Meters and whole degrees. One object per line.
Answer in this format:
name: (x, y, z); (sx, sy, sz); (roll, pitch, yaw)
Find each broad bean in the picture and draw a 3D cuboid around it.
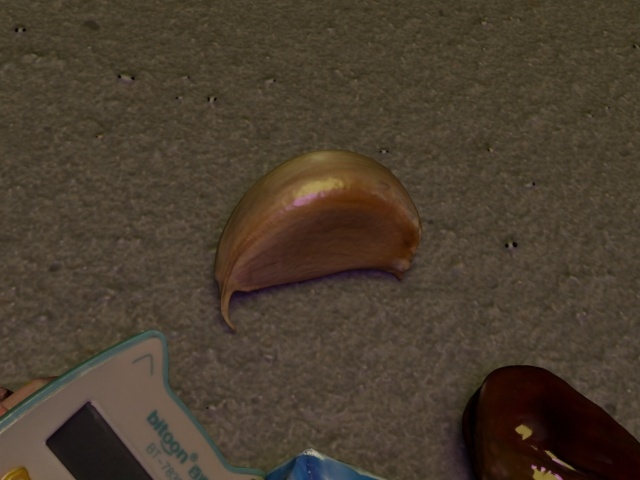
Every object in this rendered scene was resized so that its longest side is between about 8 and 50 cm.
broad bean: (0.235, 0.221, 0.869); (0.228, 0.122, 0.156); (44, 46, 12)

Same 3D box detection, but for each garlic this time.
garlic: (-0.008, -0.012, 0.985); (0.245, 0.145, 0.164); (-16, 93, -17)

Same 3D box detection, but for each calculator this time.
calculator: (-0.218, 0.268, 0.718); (0.386, 0.054, 0.256); (-47, 115, -33)

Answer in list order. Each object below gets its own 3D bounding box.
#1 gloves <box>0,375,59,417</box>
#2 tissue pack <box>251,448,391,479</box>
gloves: (-0.259, 0.189, 0.803); (0.241, 0.126, 0.145); (-35, 67, -21)
tissue pack: (0.023, 0.333, 0.723); (0.198, 0.146, 0.263); (23, 56, -15)
